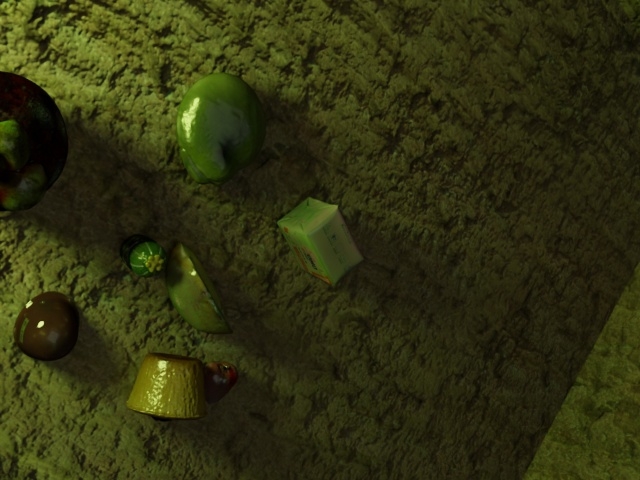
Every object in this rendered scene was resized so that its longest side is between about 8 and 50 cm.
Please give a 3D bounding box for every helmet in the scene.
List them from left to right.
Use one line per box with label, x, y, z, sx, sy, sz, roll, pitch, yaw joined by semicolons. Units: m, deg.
helmet;-0.643;0.216;1.631;0.155;0.106;0.175;23;85;-35

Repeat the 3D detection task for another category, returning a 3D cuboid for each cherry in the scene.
cherry;-0.294;0.390;1.914;0.126;0.087;0.106;-45;125;6

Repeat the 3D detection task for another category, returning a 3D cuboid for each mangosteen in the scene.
mangosteen;-0.667;-0.206;1.397;0.300;0.300;0.301;-9;107;-31

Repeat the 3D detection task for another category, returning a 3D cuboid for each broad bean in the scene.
broad bean;-0.256;-0.284;1.750;0.237;0.119;0.291;9;95;-25

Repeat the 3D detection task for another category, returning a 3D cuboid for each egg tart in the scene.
egg tart;-0.393;0.391;1.786;0.215;0.215;0.171;14;83;-35

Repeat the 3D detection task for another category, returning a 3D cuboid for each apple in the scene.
apple;-0.325;0.154;1.778;0.120;0.193;0.265;-31;120;-12

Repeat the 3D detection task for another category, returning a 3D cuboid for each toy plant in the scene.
toy plant;-0.437;0.039;1.683;0.092;0.162;0.093;-9;107;-30

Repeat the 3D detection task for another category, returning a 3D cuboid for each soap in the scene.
soap;0.000;0.000;1.948;0.138;0.182;0.200;-37;118;-20
